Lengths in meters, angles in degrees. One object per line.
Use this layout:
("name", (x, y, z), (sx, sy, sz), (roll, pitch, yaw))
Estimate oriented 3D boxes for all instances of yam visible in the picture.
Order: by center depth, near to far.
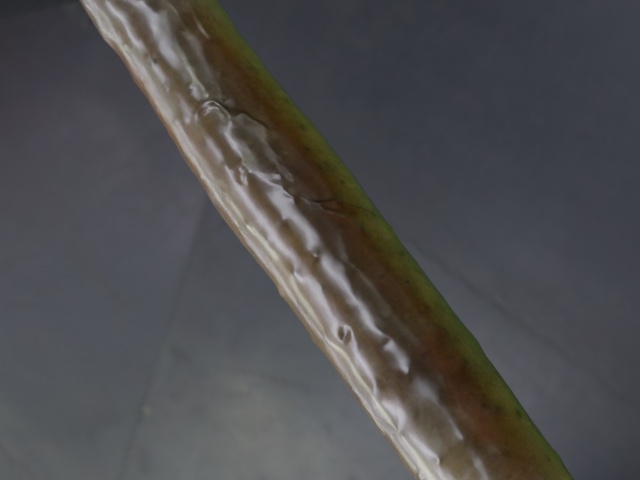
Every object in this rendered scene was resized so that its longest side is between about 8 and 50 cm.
("yam", (0.000, 0.000, 0.629), (0.264, 0.046, 0.046), (54, 141, 16))
